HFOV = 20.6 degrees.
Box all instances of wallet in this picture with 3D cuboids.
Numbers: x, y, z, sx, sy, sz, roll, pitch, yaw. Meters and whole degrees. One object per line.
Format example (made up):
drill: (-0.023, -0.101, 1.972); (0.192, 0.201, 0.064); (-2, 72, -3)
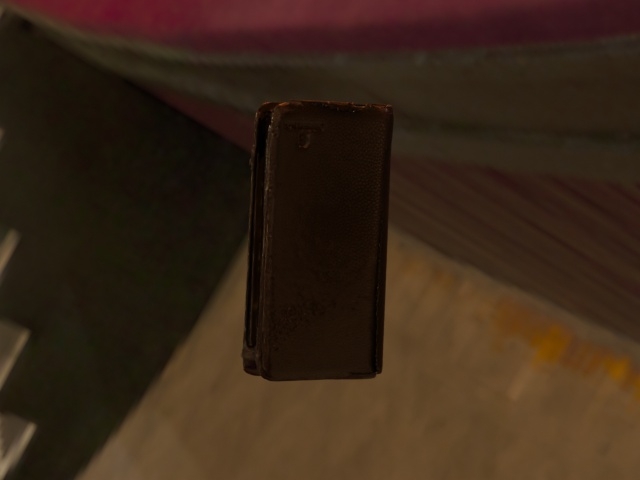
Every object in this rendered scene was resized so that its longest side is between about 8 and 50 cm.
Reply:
wallet: (0.000, 0.000, 1.248); (0.031, 0.110, 0.198); (10, 98, 60)
